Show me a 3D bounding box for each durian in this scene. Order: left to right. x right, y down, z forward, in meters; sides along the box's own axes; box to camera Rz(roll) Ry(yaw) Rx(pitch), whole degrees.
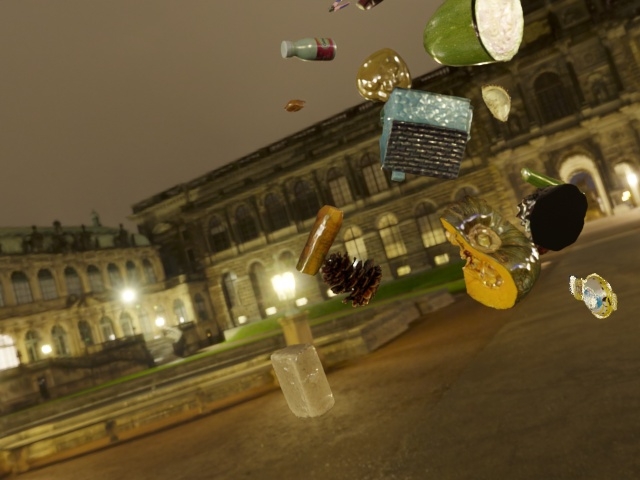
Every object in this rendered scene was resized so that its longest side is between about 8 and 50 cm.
[{"bbox_3d":[0.509,-0.401,1.605,0.052,0.130,0.066,-17,33,52],"label":"durian"}]

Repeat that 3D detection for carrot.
[{"bbox_3d":[0.000,0.000,2.342,0.114,0.301,0.114,23,11,-5],"label":"carrot"}]

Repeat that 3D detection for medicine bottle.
[{"bbox_3d":[-0.048,-0.774,2.273,0.217,0.090,0.090,-9,-9,-24],"label":"medicine bottle"}]

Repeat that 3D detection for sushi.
[{"bbox_3d":[-0.112,-0.593,2.453,0.099,0.047,0.050,-4,-37,5],"label":"sushi"}]

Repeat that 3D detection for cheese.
[{"bbox_3d":[0.926,0.181,1.922,0.064,0.156,0.250,-9,10,-6],"label":"cheese"}]

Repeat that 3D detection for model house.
[{"bbox_3d":[0.418,-0.383,2.253,0.360,0.339,0.297,8,-12,-7],"label":"model house"}]

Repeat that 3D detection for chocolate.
[{"bbox_3d":[0.726,-0.087,1.834,0.224,0.206,0.177,-27,22,-10],"label":"chocolate"}]

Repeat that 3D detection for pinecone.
[{"bbox_3d":[0.136,0.156,2.503,0.292,0.246,0.246,33,-27,-17],"label":"pinecone"}]

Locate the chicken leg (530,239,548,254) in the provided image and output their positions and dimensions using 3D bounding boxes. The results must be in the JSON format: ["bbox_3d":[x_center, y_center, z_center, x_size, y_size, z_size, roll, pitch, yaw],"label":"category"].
[{"bbox_3d":[0.766,0.004,2.002,0.253,0.106,0.051,-6,-39,-34],"label":"chicken leg"}]

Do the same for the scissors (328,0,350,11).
[{"bbox_3d":[0.072,-0.946,2.250,0.113,0.039,0.012,-38,26,-22],"label":"scissors"}]

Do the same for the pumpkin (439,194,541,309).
[{"bbox_3d":[0.415,0.037,1.418,0.139,0.280,0.190,-39,-17,-25],"label":"pumpkin"}]

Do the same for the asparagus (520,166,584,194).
[{"bbox_3d":[0.945,-0.223,2.292,0.060,0.278,0.067,-70,1,-59],"label":"asparagus"}]

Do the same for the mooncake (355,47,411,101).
[{"bbox_3d":[0.276,-0.712,2.422,0.235,0.234,0.117,-19,0,24],"label":"mooncake"}]

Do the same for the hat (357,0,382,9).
[{"bbox_3d":[0.207,-0.953,2.101,0.205,0.089,0.205,-35,5,3],"label":"hat"}]

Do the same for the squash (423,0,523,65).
[{"bbox_3d":[0.541,-0.785,2.091,0.310,0.310,0.309,-12,9,-36],"label":"squash"}]

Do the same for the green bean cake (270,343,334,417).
[{"bbox_3d":[-0.046,0.359,1.441,0.085,0.179,0.109,-23,7,-39],"label":"green bean cake"}]
